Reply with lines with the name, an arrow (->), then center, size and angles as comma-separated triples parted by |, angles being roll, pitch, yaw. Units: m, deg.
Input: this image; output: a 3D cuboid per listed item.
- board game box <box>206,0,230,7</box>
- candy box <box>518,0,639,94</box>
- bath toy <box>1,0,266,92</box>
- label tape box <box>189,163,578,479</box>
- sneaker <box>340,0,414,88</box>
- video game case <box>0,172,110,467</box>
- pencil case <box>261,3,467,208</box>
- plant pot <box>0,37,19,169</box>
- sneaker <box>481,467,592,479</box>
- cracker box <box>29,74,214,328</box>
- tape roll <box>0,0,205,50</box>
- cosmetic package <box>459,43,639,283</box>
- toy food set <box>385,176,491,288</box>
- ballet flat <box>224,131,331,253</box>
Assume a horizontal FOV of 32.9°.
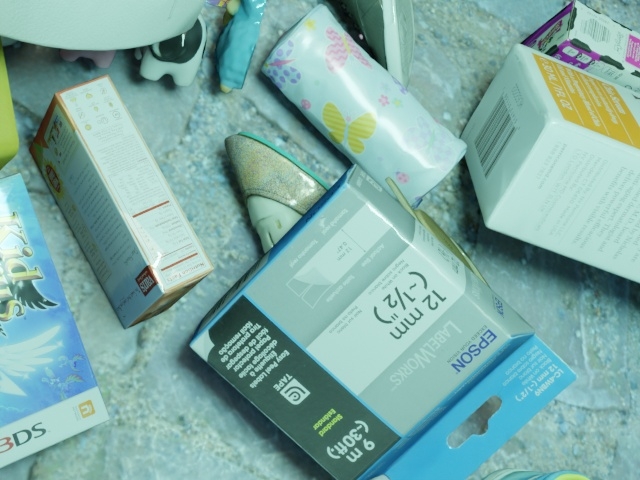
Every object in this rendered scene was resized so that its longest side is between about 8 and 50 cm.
board game box -> -0.120, -0.376, 1.373 | 0.133, 0.033, 0.168 | 42, 61, -6
candy box -> 0.391, -0.216, 1.479 | 0.234, 0.159, 0.071 | 22, 65, -16
bath toy -> -0.237, -0.274, 1.232 | 0.348, 0.129, 0.151 | 6, 36, -23
label tape box -> 0.073, 0.128, 1.167 | 0.348, 0.115, 0.249 | 43, 105, -4
sneaker -> 0.031, -0.327, 1.398 | 0.104, 0.147, 0.295 | -53, 132, -66
video game case -> -0.364, 0.098, 1.048 | 0.244, 0.061, 0.269 | -22, 97, -30
pencil case -> 0.055, -0.164, 1.335 | 0.273, 0.113, 0.124 | 43, 41, -6
plant pot -> -0.420, -0.128, 1.064 | 0.187, 0.212, 0.212 | -2, 73, -40
sneaker -> 0.184, 0.354, 1.159 | 0.127, 0.208, 0.319 | 49, 61, -4
cracker box -> -0.214, -0.036, 1.142 | 0.067, 0.156, 0.232 | -26, 85, -30
tape roll -> -0.290, -0.339, 1.112 | 0.392, 0.072, 0.392 | 17, 39, -15
cosmetic package -> 0.424, -0.062, 1.373 | 0.454, 0.161, 0.230 | 19, 30, -15
toy food set -> 0.136, 0.013, 1.290 | 0.192, 0.038, 0.132 | 38, 17, -46
ballet flat -> 0.000, 0.000, 1.261 | 0.316, 0.107, 0.106 | 36, 69, -8
